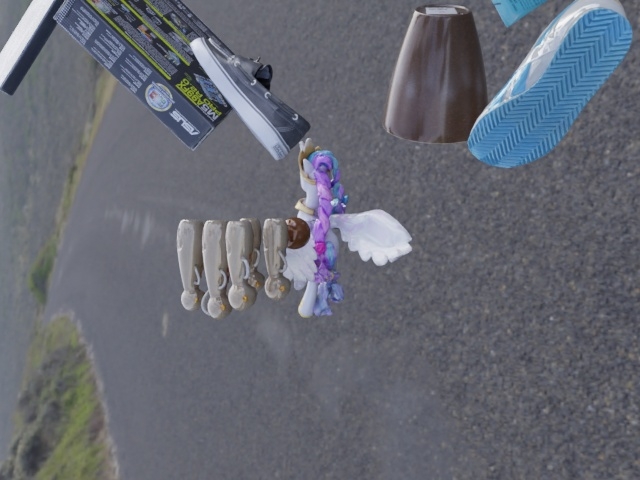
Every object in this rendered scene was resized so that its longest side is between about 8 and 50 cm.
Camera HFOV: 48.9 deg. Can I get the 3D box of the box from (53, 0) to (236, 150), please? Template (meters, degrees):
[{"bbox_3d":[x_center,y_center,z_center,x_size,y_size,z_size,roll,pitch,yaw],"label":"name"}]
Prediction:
[{"bbox_3d":[-0.237,-0.290,1.089,0.060,0.270,0.216,-39,14,33],"label":"box"}]

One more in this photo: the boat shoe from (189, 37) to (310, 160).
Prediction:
[{"bbox_3d":[-0.093,-0.208,0.949,0.076,0.080,0.228,-38,62,-1],"label":"boat shoe"}]

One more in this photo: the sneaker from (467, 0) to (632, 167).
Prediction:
[{"bbox_3d":[0.256,-0.174,0.796,0.228,0.087,0.092,-49,11,39],"label":"sneaker"}]

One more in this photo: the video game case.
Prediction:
[{"bbox_3d":[-0.491,-0.349,1.189,0.196,0.026,0.274,-57,34,1],"label":"video game case"}]

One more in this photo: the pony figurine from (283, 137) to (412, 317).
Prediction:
[{"bbox_3d":[0.000,0.000,1.567,0.363,0.303,0.350,99,154,-45],"label":"pony figurine"}]

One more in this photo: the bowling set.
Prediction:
[{"bbox_3d":[-0.098,0.042,1.104,0.287,0.200,0.154,-174,82,-64],"label":"bowling set"}]

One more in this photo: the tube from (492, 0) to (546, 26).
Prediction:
[{"bbox_3d":[0.303,-0.340,0.848,0.207,0.080,0.052,-28,41,24],"label":"tube"}]

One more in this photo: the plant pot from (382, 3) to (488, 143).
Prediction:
[{"bbox_3d":[0.231,-0.336,1.380,0.215,0.216,0.230,-116,22,-59],"label":"plant pot"}]
